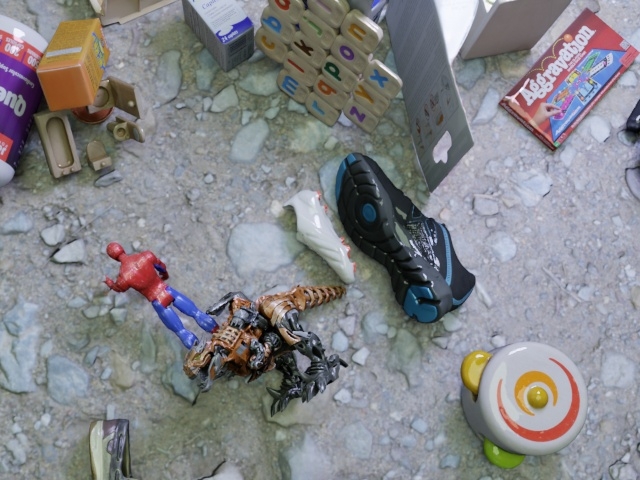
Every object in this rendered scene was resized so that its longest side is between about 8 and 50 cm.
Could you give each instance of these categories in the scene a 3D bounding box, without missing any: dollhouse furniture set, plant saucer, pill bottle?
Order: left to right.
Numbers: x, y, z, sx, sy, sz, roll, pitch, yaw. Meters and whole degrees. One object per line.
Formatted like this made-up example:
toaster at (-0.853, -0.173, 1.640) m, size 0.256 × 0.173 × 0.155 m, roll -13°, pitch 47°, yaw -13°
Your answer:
pill bottle at (-0.587, -0.214, 1.356) m, size 0.181 × 0.181 × 0.323 m, roll 15°, pitch 77°, yaw -3°
plant saucer at (-0.422, -0.254, 1.470) m, size 0.083 × 0.013 × 0.084 m, roll 1°, pitch 78°, yaw -7°
dollhouse furniture set at (-0.392, -0.186, 1.374) m, size 0.151 × 0.123 × 0.144 m, roll -24°, pitch 121°, yaw -29°

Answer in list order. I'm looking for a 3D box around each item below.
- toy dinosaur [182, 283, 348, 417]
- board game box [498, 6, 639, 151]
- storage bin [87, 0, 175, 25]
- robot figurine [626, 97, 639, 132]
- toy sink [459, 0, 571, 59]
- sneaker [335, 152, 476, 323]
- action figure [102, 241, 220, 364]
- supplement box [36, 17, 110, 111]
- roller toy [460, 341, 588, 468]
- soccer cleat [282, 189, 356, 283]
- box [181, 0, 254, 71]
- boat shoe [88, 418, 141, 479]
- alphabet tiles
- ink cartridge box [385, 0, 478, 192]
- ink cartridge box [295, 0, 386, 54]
toy dinosaur at (-0.071, 0.163, 1.336) m, size 0.322 × 0.164 × 0.218 m, roll -33°, pitch 87°, yaw -15°
board game box at (0.496, -0.323, 1.581) m, size 0.145 × 0.027 × 0.281 m, roll 42°, pitch 77°, yaw 5°
storage bin at (-0.352, -0.577, 1.492) m, size 0.260 × 0.123 × 0.262 m, roll -27°, pitch 82°, yaw -12°
robot figurine at (0.718, -0.217, 1.506) m, size 0.209 × 0.173 × 0.278 m, roll 32°, pitch 77°, yaw -6°
toy sink at (0.351, -0.456, 1.488) m, size 0.152 × 0.234 × 0.131 m, roll -12°, pitch 80°, yaw -8°
sneaker at (0.148, -0.014, 1.447) m, size 0.139 × 0.125 × 0.341 m, roll -22°, pitch 77°, yaw -38°
action figure at (-0.272, 0.106, 1.379) m, size 0.091 × 0.139 × 0.280 m, roll -46°, pitch 108°, yaw -16°
supplement box at (-0.423, -0.309, 1.377) m, size 0.080 × 0.078 × 0.233 m, roll -11°, pitch 35°, yaw -1°
roller toy at (0.351, 0.270, 1.373) m, size 0.191 × 0.146 × 0.209 m, roll -20°, pitch 80°, yaw -11°
soccer cleat at (0.000, 0.000, 1.439) m, size 0.076 × 0.068 × 0.196 m, roll -26°, pitch 75°, yaw -6°
box at (-0.189, -0.404, 1.470) m, size 0.072 × 0.126 × 0.137 m, roll -37°, pitch 84°, yaw -11°
boat shoe at (-0.330, 0.402, 1.303) m, size 0.073 × 0.080 × 0.224 m, roll -12°, pitch 75°, yaw -4°
alphabet tiles at (0.010, -0.316, 1.396) m, size 0.278 × 0.284 × 0.021 m, roll 38°, pitch 62°, yaw 2°
ink cartridge box at (0.216, -0.309, 1.402) m, size 0.091 × 0.308 × 0.385 m, roll -12°, pitch 80°, yaw -7°
ink cartridge box at (0.021, -0.408, 1.389) m, size 0.165 × 0.333 × 0.065 m, roll 39°, pitch 77°, yaw 1°
